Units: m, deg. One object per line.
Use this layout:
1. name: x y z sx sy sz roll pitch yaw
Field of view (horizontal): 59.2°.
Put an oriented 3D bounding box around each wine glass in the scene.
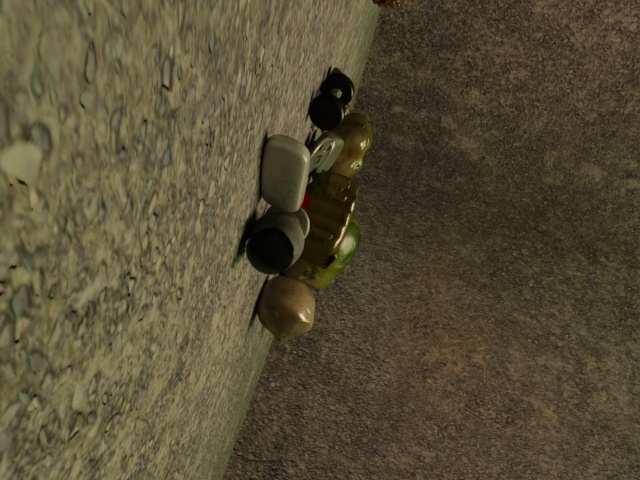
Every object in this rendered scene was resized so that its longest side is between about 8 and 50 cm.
1. wine glass: -0.092 -0.009 1.256 0.241 0.126 0.126 -77 -175 -73

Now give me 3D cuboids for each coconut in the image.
1. coconut: -0.117 0.235 1.904 0.224 0.224 0.224 18 90 -88

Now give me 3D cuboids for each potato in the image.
1. potato: 0.082 -0.354 2.301 0.351 0.202 0.218 -58 -165 19

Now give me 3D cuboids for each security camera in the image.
1. security camera: -0.011 -0.288 1.863 0.157 0.080 0.301 -56 172 19

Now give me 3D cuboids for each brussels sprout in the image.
1. brussels sprout: 0.000 0.000 2.210 0.371 0.276 0.315 -64 -171 -21

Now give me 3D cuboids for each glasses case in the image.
1. glasses case: -0.072 -0.129 1.134 0.233 0.092 0.059 108 6 -62

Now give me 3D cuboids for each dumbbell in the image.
1. dumbbell: 0.034 -0.399 1.611 0.191 0.100 0.100 -70 178 -51

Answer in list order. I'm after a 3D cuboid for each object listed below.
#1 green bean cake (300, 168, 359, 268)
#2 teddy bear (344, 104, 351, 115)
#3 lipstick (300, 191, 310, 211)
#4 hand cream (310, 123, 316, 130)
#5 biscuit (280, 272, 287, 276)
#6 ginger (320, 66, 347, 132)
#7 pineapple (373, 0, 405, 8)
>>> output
1. green bean cake: -0.006 -0.075 1.914 0.310 0.202 0.285 112 -1 -73
2. teddy bear: 0.092 -0.545 2.392 0.119 0.078 0.160 -103 -150 -86
3. lipstick: -0.093 -0.050 1.572 0.241 0.080 0.080 -69 177 -45
4. hand cream: -0.012 -0.381 1.726 0.030 0.019 0.093 -72 178 -70
5. biscuit: -0.156 0.254 2.468 0.326 0.107 0.326 -161 -90 -88
6. ginger: 0.033 -0.434 1.781 0.137 0.074 0.213 -69 -177 -67
7. pineapple: 0.197 -0.814 1.781 0.361 0.175 0.175 -53 164 -56
